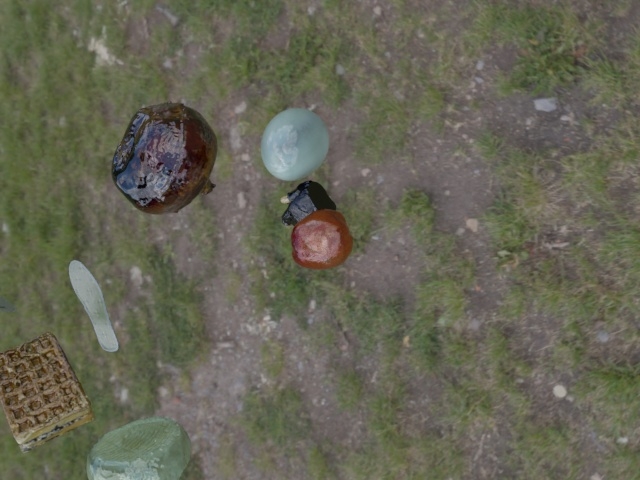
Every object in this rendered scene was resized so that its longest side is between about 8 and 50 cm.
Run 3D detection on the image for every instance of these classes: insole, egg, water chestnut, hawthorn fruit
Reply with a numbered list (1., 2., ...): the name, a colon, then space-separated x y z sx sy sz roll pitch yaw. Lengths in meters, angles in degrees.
1. insole: -0.698 0.206 1.971 0.109 0.007 0.321 -4 111 26
2. egg: -0.072 -0.259 1.742 0.183 0.264 0.182 7 123 11
3. water chestnut: -0.432 -0.229 1.874 0.351 0.302 0.350 -28 49 37
4. hawthorn fruit: 0.000 0.000 1.378 0.138 0.133 0.132 -17 79 1

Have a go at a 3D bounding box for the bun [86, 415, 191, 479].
1. bun: -0.341 0.425 1.221 0.196 0.195 0.118 7 111 39

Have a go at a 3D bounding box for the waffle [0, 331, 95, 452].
1. waffle: -0.811 0.425 1.838 0.308 0.213 0.091 48 147 33

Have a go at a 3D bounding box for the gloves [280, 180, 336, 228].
1. gloves: -0.048 -0.066 1.673 0.129 0.106 0.181 34 135 -13

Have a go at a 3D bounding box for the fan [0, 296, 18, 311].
1. fan: -0.927 0.119 1.650 0.310 0.182 0.010 24 88 16
